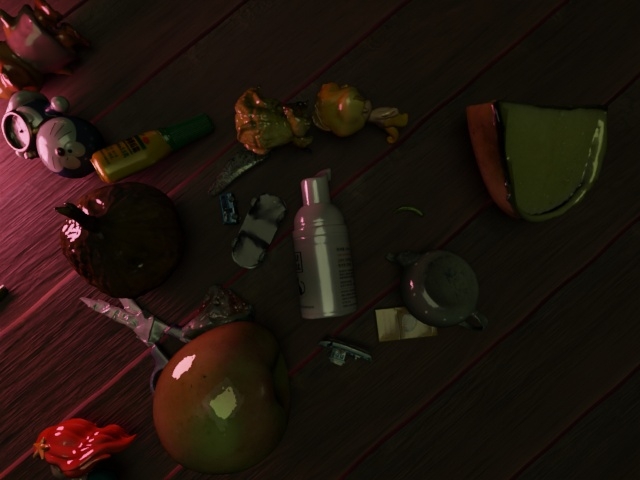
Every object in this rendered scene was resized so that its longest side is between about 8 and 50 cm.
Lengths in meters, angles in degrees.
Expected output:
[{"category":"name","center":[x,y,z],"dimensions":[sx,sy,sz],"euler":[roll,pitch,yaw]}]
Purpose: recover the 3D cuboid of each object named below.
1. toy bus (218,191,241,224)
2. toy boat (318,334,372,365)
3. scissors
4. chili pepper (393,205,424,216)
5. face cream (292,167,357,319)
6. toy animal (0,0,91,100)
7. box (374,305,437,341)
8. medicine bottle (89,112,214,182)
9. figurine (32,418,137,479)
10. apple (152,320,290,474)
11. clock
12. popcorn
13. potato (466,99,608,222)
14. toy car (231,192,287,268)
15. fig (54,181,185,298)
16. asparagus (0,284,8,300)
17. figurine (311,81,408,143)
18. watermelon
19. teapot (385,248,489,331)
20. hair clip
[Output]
[{"category":"toy bus","center":[-0.239,-0.081,1.111],"dimensions":[0.046,0.038,0.083],"euler":[-12,85,4]},{"category":"toy boat","center":[0.061,0.289,1.079],"dimensions":[0.140,0.059,0.066],"euler":[20,70,3]},{"category":"scissors","center":[-0.449,0.220,1.099],"dimensions":[0.383,0.029,0.256],"euler":[38,84,3]},{"category":"chili pepper","center":[0.235,-0.078,1.121],"dimensions":[0.083,0.017,0.030],"euler":[12,88,0]},{"category":"face cream","center":[0.000,0.000,1.055],"dimensions":[0.145,0.145,0.370],"euler":[-8,86,0]},{"category":"toy animal","center":[-0.755,-0.468,1.078],"dimensions":[0.169,0.195,0.281],"euler":[31,82,42]},{"category":"box","center":[0.223,0.213,1.103],"dimensions":[0.155,0.023,0.087],"euler":[-6,84,-1]},{"category":"medicine bottle","center":[-0.417,-0.240,1.072],"dimensions":[0.309,0.076,0.111],"euler":[-30,56,-20]},{"category":"figurine","center":[-0.555,0.547,1.022],"dimensions":[0.208,0.181,0.257],"euler":[-29,84,38]},{"category":"apple","center":[-0.218,0.351,0.957],"dimensions":[0.277,0.319,0.319],"euler":[-12,87,9]},{"category":"clock","center":[-0.664,-0.265,1.067],"dimensions":[0.243,0.146,0.199],"euler":[36,112,4]},{"category":"popcorn","center":[-0.117,-0.299,1.070],"dimensions":[0.195,0.168,0.174],"euler":[-5,120,-4]},{"category":"potato","center":[0.500,-0.197,1.056],"dimensions":[0.330,0.213,0.280],"euler":[-4,102,-15]},{"category":"toy car","center":[-0.160,-0.024,1.100],"dimensions":[0.095,0.056,0.205],"euler":[25,91,1]},{"category":"fig","center":[-0.485,-0.018,0.953],"dimensions":[0.286,0.369,0.286],"euler":[-1,79,7]},{"category":"asparagus","center":[-0.857,0.160,1.107],"dimensions":[0.025,0.021,0.108],"euler":[39,88,6]},{"category":"figurine","center":[0.098,-0.321,1.076],"dimensions":[0.246,0.156,0.131],"euler":[8,90,-12]},{"category":"watermelon","center":[-0.267,0.178,1.073],"dimensions":[0.187,0.071,0.139],"euler":[-14,71,-14]},{"category":"teapot","center":[0.290,0.120,1.047],"dimensions":[0.294,0.129,0.193],"euler":[43,70,6]},{"category":"hair clip","center":[-0.211,-0.197,1.119],"dimensions":[0.229,0.036,0.066],"euler":[-40,81,-2]}]
